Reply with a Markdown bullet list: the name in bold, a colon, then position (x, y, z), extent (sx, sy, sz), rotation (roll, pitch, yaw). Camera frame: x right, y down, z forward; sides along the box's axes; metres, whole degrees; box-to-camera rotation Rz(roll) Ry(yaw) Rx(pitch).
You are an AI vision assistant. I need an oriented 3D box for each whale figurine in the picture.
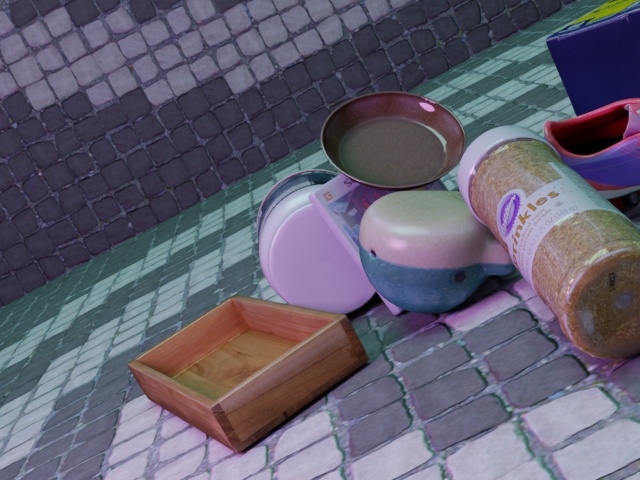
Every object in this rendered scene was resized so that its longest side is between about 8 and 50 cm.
- **whale figurine**: position (0.178, 0.012, 1.300), extent (0.272, 0.141, 0.216), rotation (-11, 24, -31)

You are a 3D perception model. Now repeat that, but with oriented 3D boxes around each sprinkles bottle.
- **sprinkles bottle**: position (0.248, -0.013, 1.055), extent (0.121, 0.121, 0.355), rotation (-27, 25, 3)

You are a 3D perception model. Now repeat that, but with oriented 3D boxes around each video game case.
- **video game case**: position (0.110, -0.027, 1.384), extent (0.183, 0.201, 0.023), rotation (-35, -3, -27)

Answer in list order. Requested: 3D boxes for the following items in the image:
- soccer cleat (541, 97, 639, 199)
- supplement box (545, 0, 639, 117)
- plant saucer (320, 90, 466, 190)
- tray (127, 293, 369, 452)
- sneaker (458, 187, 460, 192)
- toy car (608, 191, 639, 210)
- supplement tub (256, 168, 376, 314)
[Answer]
- **soccer cleat**: position (0.422, -0.128, 1.191), extent (0.318, 0.116, 0.108), rotation (-12, 55, 24)
- **supplement box**: position (0.550, -0.305, 1.525), extent (0.356, 0.195, 0.194), rotation (-33, 13, -31)
- **plant saucer**: position (0.099, -0.130, 1.375), extent (0.199, 0.036, 0.198), rotation (-1, 47, 1)
- **tray**: position (-0.115, 0.169, 1.378), extent (0.203, 0.076, 0.411), rotation (-32, 14, -20)
- **sneaker**: position (0.214, -0.040, 1.460), extent (0.170, 0.089, 0.051), rotation (-30, 12, -9)
- **toy car**: position (0.433, -0.107, 1.345), extent (0.239, 0.053, 0.225), rotation (-25, 13, 15)
- **supplement tub**: position (0.000, 0.000, 1.525), extent (0.191, 0.191, 0.272), rotation (-28, 13, 1)
